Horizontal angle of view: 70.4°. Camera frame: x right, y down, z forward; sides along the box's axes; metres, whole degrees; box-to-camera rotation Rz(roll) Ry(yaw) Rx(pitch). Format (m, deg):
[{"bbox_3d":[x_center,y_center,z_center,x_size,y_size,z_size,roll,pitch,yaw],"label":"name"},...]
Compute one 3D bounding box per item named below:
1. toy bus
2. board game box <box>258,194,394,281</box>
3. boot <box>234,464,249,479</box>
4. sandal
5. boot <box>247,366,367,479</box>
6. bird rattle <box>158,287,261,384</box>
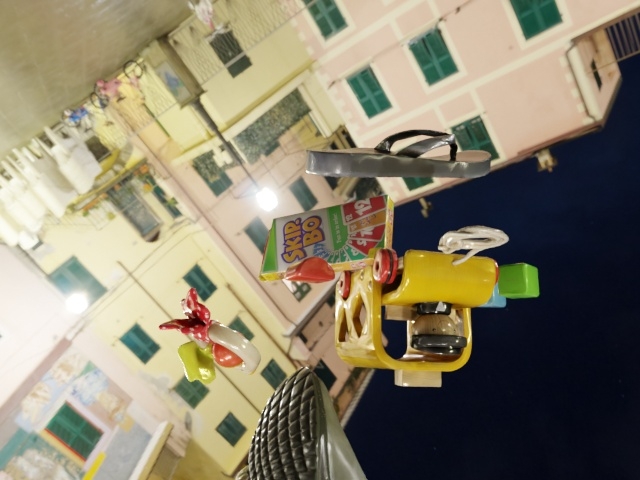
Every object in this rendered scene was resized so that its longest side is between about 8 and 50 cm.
[{"bbox_3d":[0.080,0.070,0.392,0.190,0.202,0.105,-7,-106,31],"label":"toy bus"},{"bbox_3d":[0.000,0.000,0.797,0.259,0.039,0.124,-12,-127,30],"label":"board game box"},{"bbox_3d":[-0.009,0.315,0.444,0.165,0.213,0.077,-42,150,-76],"label":"boot"},{"bbox_3d":[0.105,-0.103,0.529,0.254,0.055,0.097,-5,-165,-30],"label":"sandal"},{"bbox_3d":[0.032,0.227,0.350,0.083,0.161,0.247,-45,-152,14],"label":"boot"},{"bbox_3d":[-0.224,0.217,1.003,0.254,0.206,0.143,103,11,-48],"label":"bird rattle"}]
